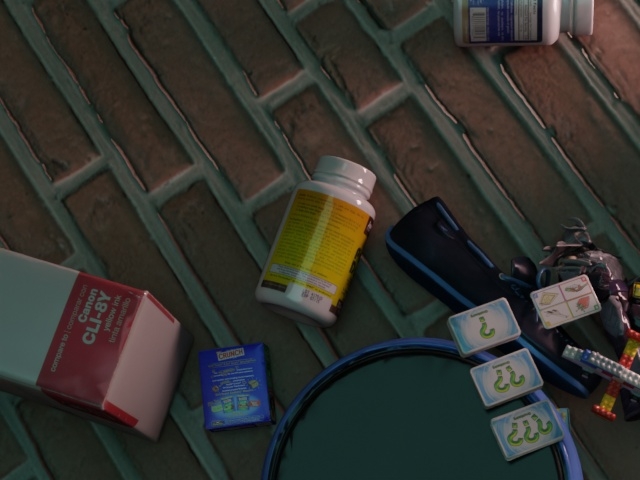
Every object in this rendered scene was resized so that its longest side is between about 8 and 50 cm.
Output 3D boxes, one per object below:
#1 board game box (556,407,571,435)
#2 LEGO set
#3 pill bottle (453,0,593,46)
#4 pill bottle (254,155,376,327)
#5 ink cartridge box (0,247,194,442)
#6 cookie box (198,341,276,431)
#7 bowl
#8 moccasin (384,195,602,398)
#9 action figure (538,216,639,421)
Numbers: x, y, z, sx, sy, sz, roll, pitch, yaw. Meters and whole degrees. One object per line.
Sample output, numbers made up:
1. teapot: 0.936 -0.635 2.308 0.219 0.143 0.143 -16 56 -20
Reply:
1. board game box: 0.175 0.292 1.819 0.275 0.144 0.142 -2 75 7
2. LEGO set: 0.294 0.129 1.683 0.244 0.060 0.182 -18 71 -11
3. pill bottle: 0.276 -0.321 1.978 0.186 0.112 0.112 0 76 8
4. pill bottle: 0.000 0.000 1.933 0.117 0.117 0.215 18 79 12
5. ink cartridge box: -0.390 0.113 1.875 0.384 0.279 0.160 16 78 12
6. cookie box: -0.111 0.196 1.938 0.092 0.040 0.107 -8 75 6
7. bowl: 0.115 0.303 1.709 0.391 0.077 0.391 -2 75 8
8. moccasin: 0.237 0.062 1.875 0.342 0.138 0.117 40 80 15
9. action figure: 0.378 0.084 1.815 0.099 0.185 0.285 -51 53 38
